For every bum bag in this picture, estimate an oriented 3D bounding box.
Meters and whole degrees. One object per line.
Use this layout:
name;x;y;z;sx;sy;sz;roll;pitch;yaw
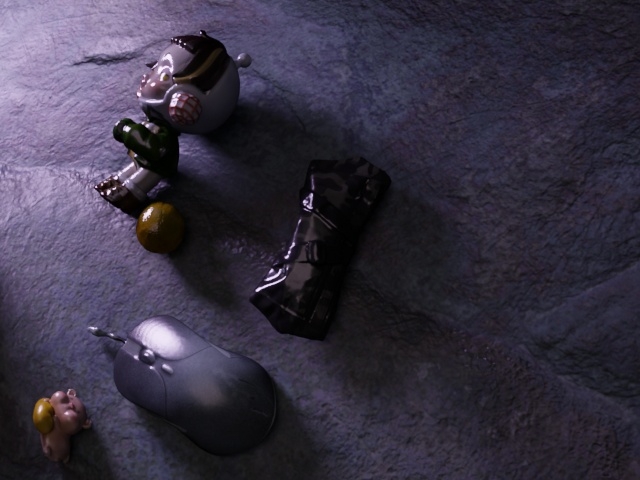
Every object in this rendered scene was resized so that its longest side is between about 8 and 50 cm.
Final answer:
bum bag;0.000;0.000;1.201;0.144;0.095;0.341;23;76;2

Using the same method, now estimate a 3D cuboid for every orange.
orange;-0.283;-0.024;1.263;0.085;0.085;0.095;-2;71;9

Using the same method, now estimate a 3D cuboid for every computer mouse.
computer mouse;-0.244;0.216;1.164;0.379;0.090;0.167;22;74;19

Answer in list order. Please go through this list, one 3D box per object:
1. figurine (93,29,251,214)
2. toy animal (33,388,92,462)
figurine;-0.273;-0.220;1.298;0.370;0.167;0.281;-56;33;-3
toy animal;-0.420;0.298;1.165;0.082;0.091;0.114;-15;65;-11
